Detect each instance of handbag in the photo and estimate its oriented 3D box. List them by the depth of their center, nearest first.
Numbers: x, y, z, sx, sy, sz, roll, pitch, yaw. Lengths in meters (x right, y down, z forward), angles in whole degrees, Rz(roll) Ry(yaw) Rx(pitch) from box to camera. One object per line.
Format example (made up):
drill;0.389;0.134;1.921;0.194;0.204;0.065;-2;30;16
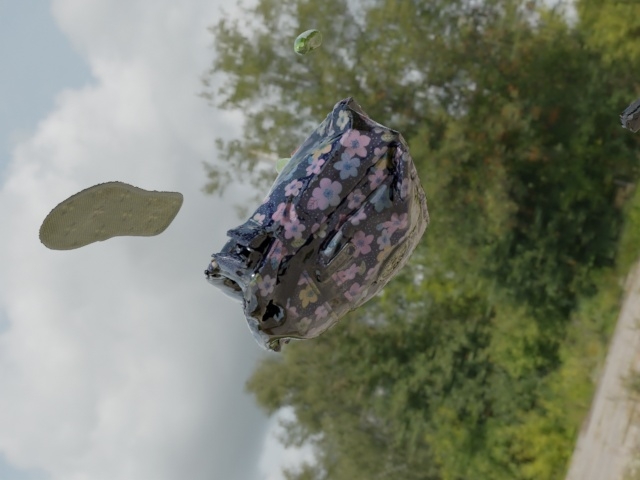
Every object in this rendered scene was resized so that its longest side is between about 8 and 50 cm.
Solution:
handbag;0.000;0.000;0.911;0.208;0.127;0.229;-50;-16;-9

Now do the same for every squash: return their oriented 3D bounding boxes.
squash;-0.018;-0.250;1.319;0.089;0.027;0.027;-51;-26;-66

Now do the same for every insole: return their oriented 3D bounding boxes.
insole;-0.262;-0.031;1.352;0.109;0.007;0.322;-53;-15;13

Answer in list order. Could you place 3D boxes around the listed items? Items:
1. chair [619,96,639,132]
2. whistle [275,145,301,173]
chair;0.243;-0.130;0.497;0.212;0.084;0.101;-35;-45;-9
whistle;0.010;-0.075;1.470;0.131;0.288;0.106;40;-93;-29
